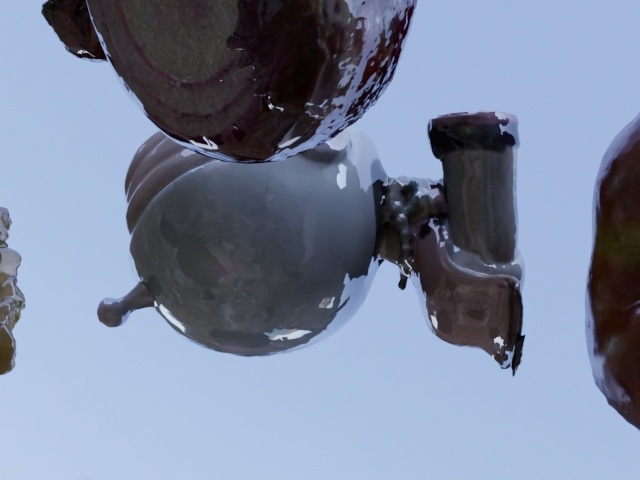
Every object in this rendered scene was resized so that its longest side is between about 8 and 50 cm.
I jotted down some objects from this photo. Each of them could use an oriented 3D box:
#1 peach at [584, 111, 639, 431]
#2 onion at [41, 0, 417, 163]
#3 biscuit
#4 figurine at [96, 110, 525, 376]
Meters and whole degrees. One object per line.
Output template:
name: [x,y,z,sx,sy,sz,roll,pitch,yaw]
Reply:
peach: [0.392,-0.012,0.956,0.405,0.335,0.310,-19,-44,-15]
onion: [-0.039,-0.120,0.560,0.198,0.135,0.173,-4,-82,53]
biscuit: [-0.277,0.046,0.891,0.144,0.224,0.033,-22,-61,-1]
figurine: [0.000,-0.008,1.086,0.361,0.211,0.253,6,-52,5]
